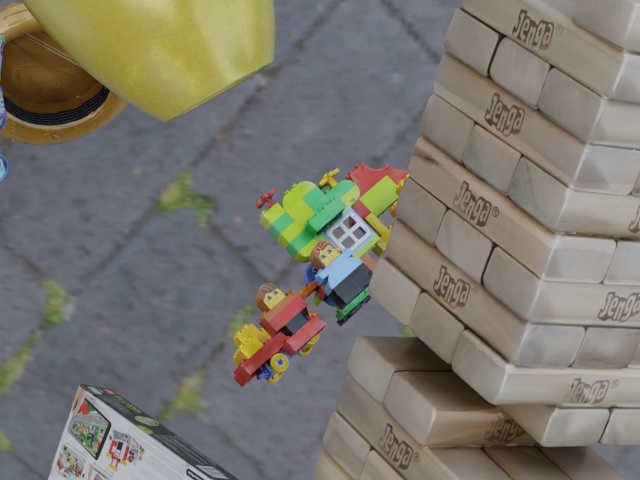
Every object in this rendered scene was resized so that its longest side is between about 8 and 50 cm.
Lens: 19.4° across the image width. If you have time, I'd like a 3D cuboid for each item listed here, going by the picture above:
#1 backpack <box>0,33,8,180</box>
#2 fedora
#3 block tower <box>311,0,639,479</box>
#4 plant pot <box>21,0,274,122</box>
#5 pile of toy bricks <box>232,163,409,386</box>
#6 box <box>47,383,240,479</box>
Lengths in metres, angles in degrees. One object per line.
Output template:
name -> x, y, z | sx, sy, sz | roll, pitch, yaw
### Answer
backpack -> -0.294, -0.080, 1.330 | 0.158, 0.173, 0.117 | -16, 82, -47
fedora -> -0.279, -0.185, 1.897 | 0.194, 0.079, 0.194 | -11, 137, -11
block tower -> 0.069, 0.057, 0.716 | 0.091, 0.097, 0.335 | 3, 115, -36
plant pot -> -0.077, -0.120, 0.994 | 0.134, 0.134, 0.095 | -32, 95, -22
pile of toy bricks -> 0.000, 0.000, 1.352 | 0.105, 0.118, 0.212 | 46, 66, 7
box -> -0.152, 0.209, 1.549 | 0.036, 0.207, 0.114 | 12, 100, -42
